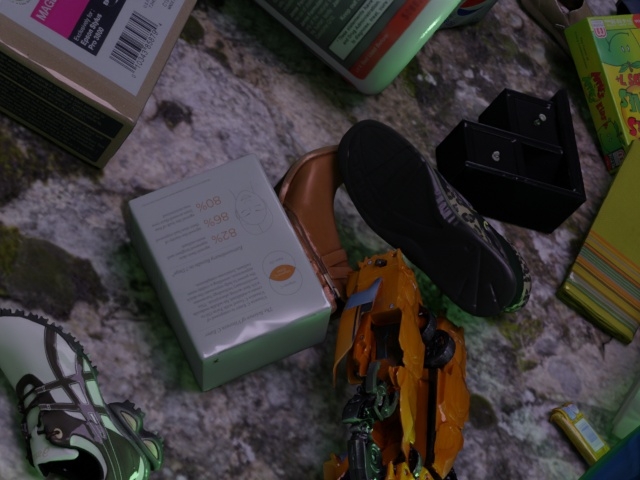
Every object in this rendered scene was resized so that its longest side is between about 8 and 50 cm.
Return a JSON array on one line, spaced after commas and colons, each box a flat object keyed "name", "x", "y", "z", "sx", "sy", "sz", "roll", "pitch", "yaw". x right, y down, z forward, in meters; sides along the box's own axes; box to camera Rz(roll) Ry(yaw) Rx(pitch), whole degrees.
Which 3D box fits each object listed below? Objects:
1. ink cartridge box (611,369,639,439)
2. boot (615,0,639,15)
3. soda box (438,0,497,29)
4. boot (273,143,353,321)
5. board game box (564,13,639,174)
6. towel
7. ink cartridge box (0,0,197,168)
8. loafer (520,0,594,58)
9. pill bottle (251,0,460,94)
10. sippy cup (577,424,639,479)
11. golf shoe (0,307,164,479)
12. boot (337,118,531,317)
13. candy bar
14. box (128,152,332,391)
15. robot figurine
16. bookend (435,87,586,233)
[{"name": "ink cartridge box", "x": 0.468, "y": 0.178, "z": 1.949, "sx": 0.273, "sy": 0.114, "sz": 0.198, "roll": 30, "pitch": 41, "yaw": 9}, {"name": "boot", "x": 0.429, "y": -0.213, "z": 2.307, "sx": 0.106, "sy": 0.082, "sz": 0.219, "roll": -1, "pitch": 61, "yaw": -9}, {"name": "soda box", "x": 0.104, "y": -0.384, "z": 2.181, "sx": 0.098, "sy": 0.091, "sz": 0.286, "roll": -14, "pitch": 67, "yaw": -40}, {"name": "boot", "x": 0.000, "y": 0.000, "z": 1.847, "sx": 0.197, "sy": 0.073, "sz": 0.152, "roll": -33, "pitch": 79, "yaw": -32}, {"name": "board game box", "x": 0.357, "y": -0.173, "z": 2.203, "sx": 0.092, "sy": 0.043, "sz": 0.181, "roll": -9, "pitch": 78, "yaw": -38}, {"name": "towel", "x": 0.343, "y": -0.001, "z": 2.083, "sx": 0.102, "sy": 0.021, "sz": 0.237, "roll": 38, "pitch": 56, "yaw": -11}, {"name": "ink cartridge box", "x": -0.239, "y": -0.213, "z": 1.827, "sx": 0.193, "sy": 0.088, "sz": 0.234, "roll": 31, "pitch": 47, "yaw": -13}, {"name": "loafer", "x": 0.306, "y": -0.262, "z": 2.257, "sx": 0.148, "sy": 0.050, "sz": 0.056, "roll": 39, "pitch": 45, "yaw": -4}, {"name": "pill bottle", "x": -0.016, "y": -0.341, "z": 1.984, "sx": 0.363, "sy": 0.210, "sz": 0.210, "roll": 40, "pitch": 45, "yaw": -3}, {"name": "sippy cup", "x": 0.363, "y": 0.290, "z": 1.765, "sx": 0.224, "sy": 0.305, "sz": 0.240, "roll": 48, "pitch": 23, "yaw": 0}, {"name": "golf shoe", "x": -0.224, "y": 0.142, "z": 1.584, "sx": 0.198, "sy": 0.077, "sz": 0.094, "roll": 43, "pitch": 45, "yaw": 2}, {"name": "boot", "x": 0.119, "y": -0.014, "z": 1.890, "sx": 0.236, "sy": 0.085, "sz": 0.178, "roll": 49, "pitch": 9, "yaw": 14}, {"name": "candy bar", "x": 0.290, "y": 0.230, "z": 1.908, "sx": 0.040, "sy": 0.018, "sz": 0.161, "roll": -27, "pitch": 75, "yaw": -47}, {"name": "box", "x": -0.085, "y": 0.029, "z": 1.718, "sx": 0.130, "sy": 0.091, "sz": 0.170, "roll": -22, "pitch": 71, "yaw": -13}, {"name": "robot figurine", "x": 0.072, "y": 0.165, "z": 1.735, "sx": 0.211, "sy": 0.085, "sz": 0.291, "roll": 50, "pitch": 36, "yaw": -38}, {"name": "bookend", "x": 0.198, "y": -0.105, "z": 2.054, "sx": 0.156, "sy": 0.072, "sz": 0.157, "roll": 15, "pitch": 51, "yaw": -25}]
